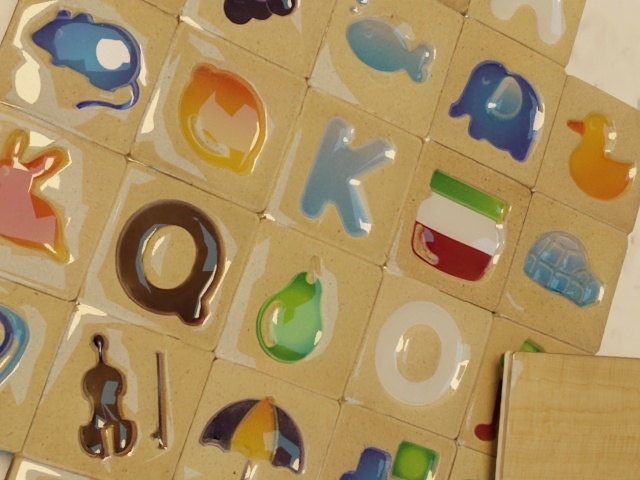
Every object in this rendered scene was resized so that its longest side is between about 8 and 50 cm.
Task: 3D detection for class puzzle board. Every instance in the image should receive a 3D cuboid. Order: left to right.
[{"bbox_3d":[0.125,0.099,0.509,0.128,0.011,0.096,6,88,-31],"label":"puzzle board"}]

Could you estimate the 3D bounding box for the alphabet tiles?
[{"bbox_3d":[0.000,0.000,0.465,0.285,0.011,0.342,22,79,-22],"label":"alphabet tiles"}]
